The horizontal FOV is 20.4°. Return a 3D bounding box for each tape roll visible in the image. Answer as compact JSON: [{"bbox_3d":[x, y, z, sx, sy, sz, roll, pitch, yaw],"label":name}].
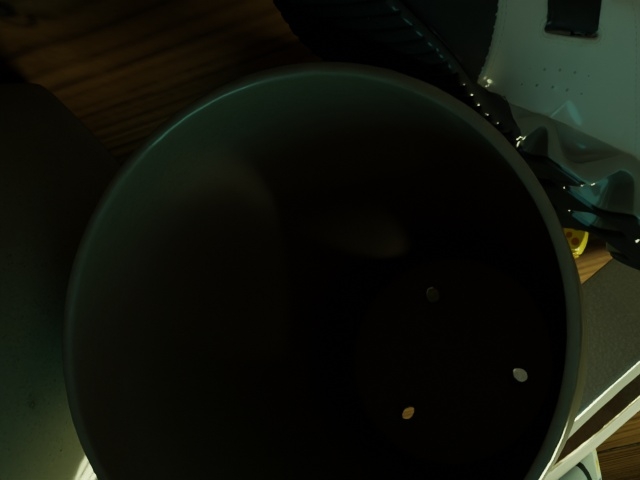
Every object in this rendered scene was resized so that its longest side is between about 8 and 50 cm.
[{"bbox_3d":[0.219,0.100,1.401,0.392,0.072,0.392,-38,166,-11],"label":"tape roll"}]

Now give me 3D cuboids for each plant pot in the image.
[{"bbox_3d":[-0.187,0.022,0.997,0.191,0.284,0.284,-43,164,-7],"label":"plant pot"},{"bbox_3d":[0.037,0.056,0.958,0.256,0.257,0.274,-14,170,17],"label":"plant pot"}]

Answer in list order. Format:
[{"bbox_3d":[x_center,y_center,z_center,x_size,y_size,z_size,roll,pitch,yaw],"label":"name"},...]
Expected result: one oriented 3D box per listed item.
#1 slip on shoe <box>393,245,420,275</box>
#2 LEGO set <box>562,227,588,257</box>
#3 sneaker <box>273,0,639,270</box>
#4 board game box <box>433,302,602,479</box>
[{"bbox_3d":[0.000,0.000,1.213,0.101,0.123,0.331,0,166,-15],"label":"slip on shoe"},{"bbox_3d":[0.153,0.013,1.357,0.227,0.093,0.087,-13,163,13],"label":"LEGO set"},{"bbox_3d":[0.103,-0.116,0.912,0.330,0.146,0.122,32,172,-34],"label":"sneaker"},{"bbox_3d":[0.183,0.196,1.655,0.142,0.275,0.144,-11,163,7],"label":"board game box"}]
